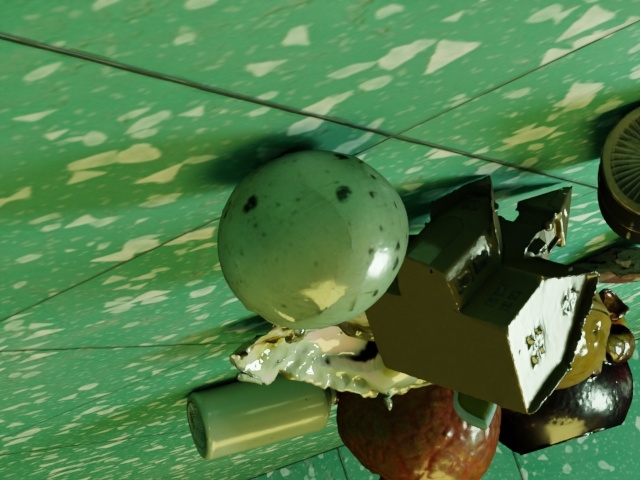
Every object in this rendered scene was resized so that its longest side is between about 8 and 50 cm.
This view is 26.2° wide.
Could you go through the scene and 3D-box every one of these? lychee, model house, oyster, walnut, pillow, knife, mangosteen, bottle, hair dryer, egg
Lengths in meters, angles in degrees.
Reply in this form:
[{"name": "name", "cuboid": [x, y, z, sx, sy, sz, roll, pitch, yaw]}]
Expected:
[{"name": "lychee", "cuboid": [0.136, 0.268, 1.971, 0.300, 0.255, 0.255, -52, 170, -8]}, {"name": "model house", "cuboid": [0.173, 0.006, 1.301, 0.181, 0.176, 0.248, 14, -134, 35]}, {"name": "oyster", "cuboid": [0.052, 0.120, 1.672, 0.354, 0.107, 0.201, 18, 137, -39]}, {"name": "walnut", "cuboid": [0.292, 0.111, 1.789, 0.167, 0.167, 0.207, -26, 157, 33]}, {"name": "pillow", "cuboid": [0.448, 0.030, 1.860, 0.135, 0.049, 0.248, -1, 175, -30]}, {"name": "knife", "cuboid": [0.208, 0.163, 1.814, 0.061, 0.027, 0.343, 3, -159, 7]}, {"name": "mangosteen", "cuboid": [0.363, 0.195, 2.091, 0.287, 0.233, 0.287, -12, 163, -4]}, {"name": "bottle", "cuboid": [-0.068, 0.244, 2.021, 0.245, 0.104, 0.104, -12, 167, -21]}, {"name": "hair dryer", "cuboid": [0.398, 0.019, 1.207, 0.107, 0.352, 0.189, -53, 168, -1]}, {"name": "egg", "cuboid": [0.000, 0.000, 0.995, 0.131, 0.131, 0.164, -26, 166, 34]}]

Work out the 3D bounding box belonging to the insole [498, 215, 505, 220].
[{"name": "insole", "cuboid": [0.179, 0.024, 1.384, 0.045, 0.135, 0.002, -19, 133, 14]}]
